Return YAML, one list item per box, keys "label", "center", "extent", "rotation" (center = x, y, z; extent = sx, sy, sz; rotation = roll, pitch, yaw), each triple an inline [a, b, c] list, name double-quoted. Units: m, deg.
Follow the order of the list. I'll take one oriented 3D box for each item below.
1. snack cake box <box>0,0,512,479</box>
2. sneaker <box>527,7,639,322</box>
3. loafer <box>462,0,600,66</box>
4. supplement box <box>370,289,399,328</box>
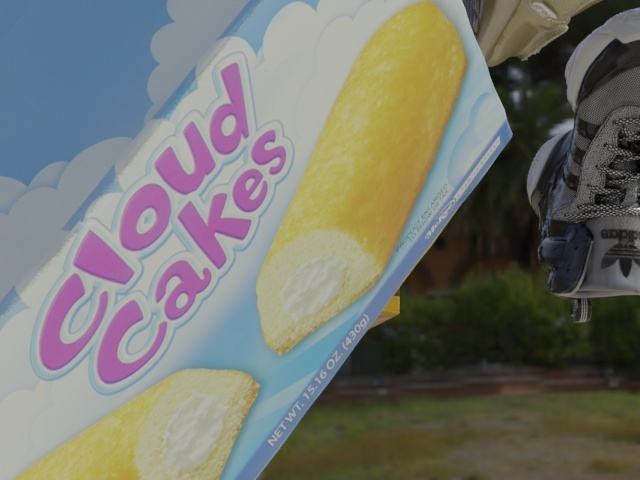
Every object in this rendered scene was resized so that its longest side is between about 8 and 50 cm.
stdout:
- label: "snack cake box"
  center: [-0.067, 0.015, 0.406]
  extent: [0.089, 0.264, 0.152]
  rotation: [32, -12, 29]
- label: "sneaker"
  center: [0.223, -0.042, 1.043]
  extent: [0.101, 0.153, 0.268]
  rotation: [3, -30, -7]
- label: "loafer"
  center: [0.139, -0.172, 0.885]
  extent: [0.092, 0.102, 0.268]
  rotation: [0, -9, -1]
- label: "supplement box"
  center: [0.000, 0.000, 1.618]
  extent: [0.129, 0.194, 0.191]
  rotation: [4, -13, -15]
